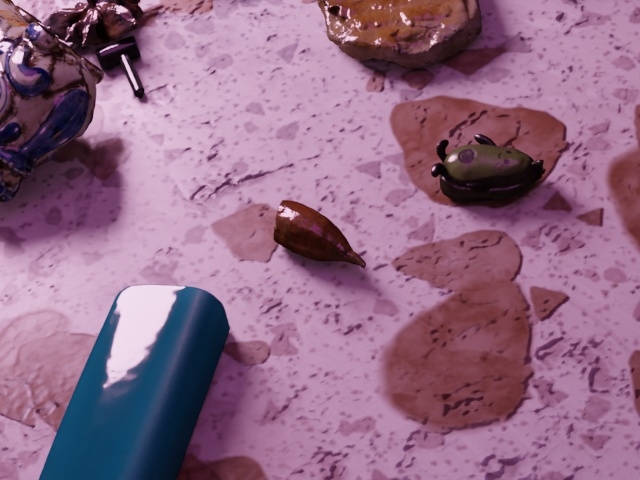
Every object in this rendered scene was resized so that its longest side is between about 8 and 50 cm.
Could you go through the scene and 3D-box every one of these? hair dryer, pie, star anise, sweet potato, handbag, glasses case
[{"bbox_3d":[-0.213,-0.186,2.039,0.047,0.026,0.083,-23,57,-7],"label":"hair dryer"},{"bbox_3d":[0.084,-0.262,2.035,0.195,0.046,0.195,-4,49,4],"label":"pie"},{"bbox_3d":[-0.259,-0.246,2.072,0.129,0.056,0.124,-13,31,10],"label":"star anise"},{"bbox_3d":[0.000,0.000,1.821,0.117,0.049,0.049,29,60,30],"label":"sweet potato"},{"bbox_3d":[0.170,-0.071,1.853,0.111,0.047,0.072,2,51,14],"label":"handbag"},{"bbox_3d":[-0.182,0.172,1.694,0.117,0.070,0.301,5,52,15],"label":"glasses case"}]

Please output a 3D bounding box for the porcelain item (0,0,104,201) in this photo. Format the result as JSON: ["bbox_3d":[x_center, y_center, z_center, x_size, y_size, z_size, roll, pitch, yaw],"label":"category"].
[{"bbox_3d":[-0.358,-0.168,1.984,0.288,0.138,0.186,38,92,35],"label":"porcelain item"}]
